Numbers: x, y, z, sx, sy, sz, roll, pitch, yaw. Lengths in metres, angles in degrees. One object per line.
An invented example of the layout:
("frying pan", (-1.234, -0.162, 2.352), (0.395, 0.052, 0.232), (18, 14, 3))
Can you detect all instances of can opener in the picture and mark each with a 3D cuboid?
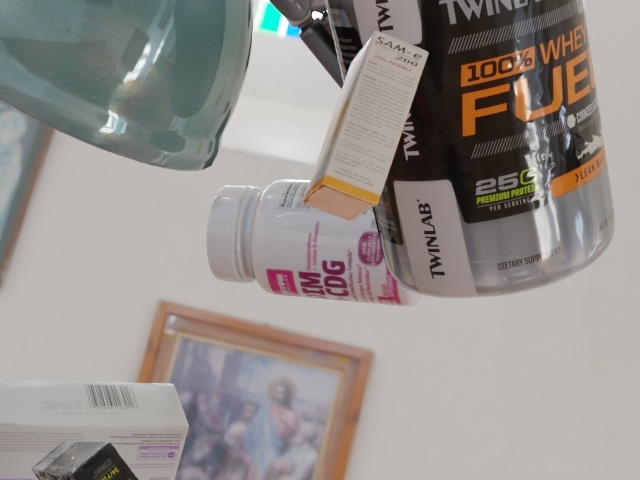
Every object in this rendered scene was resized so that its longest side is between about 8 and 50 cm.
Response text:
("can opener", (0.003, -0.264, 1.455), (0.074, 0.093, 0.280), (-26, -64, 39))

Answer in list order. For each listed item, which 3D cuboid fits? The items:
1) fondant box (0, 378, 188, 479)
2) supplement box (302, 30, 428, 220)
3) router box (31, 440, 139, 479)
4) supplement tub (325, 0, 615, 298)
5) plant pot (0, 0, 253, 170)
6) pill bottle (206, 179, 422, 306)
("fondant box", (-0.323, 0.336, 1.426), (0.238, 0.330, 0.096), (5, 26, -24))
("supplement box", (0.026, -0.066, 0.667), (0.036, 0.098, 0.062), (21, -11, -8))
("router box", (-0.182, 0.240, 0.987), (0.133, 0.046, 0.179), (53, -25, -7))
("supplement tub", (0.115, -0.129, 0.881), (0.194, 0.315, 0.193), (-13, 19, 5))
("plant pot", (-0.173, -0.217, 0.947), (0.293, 0.196, 0.293), (29, 15, -9))
("pill bottle", (0.000, 0.000, 1.530), (0.283, 0.160, 0.160), (4, -19, 16))
